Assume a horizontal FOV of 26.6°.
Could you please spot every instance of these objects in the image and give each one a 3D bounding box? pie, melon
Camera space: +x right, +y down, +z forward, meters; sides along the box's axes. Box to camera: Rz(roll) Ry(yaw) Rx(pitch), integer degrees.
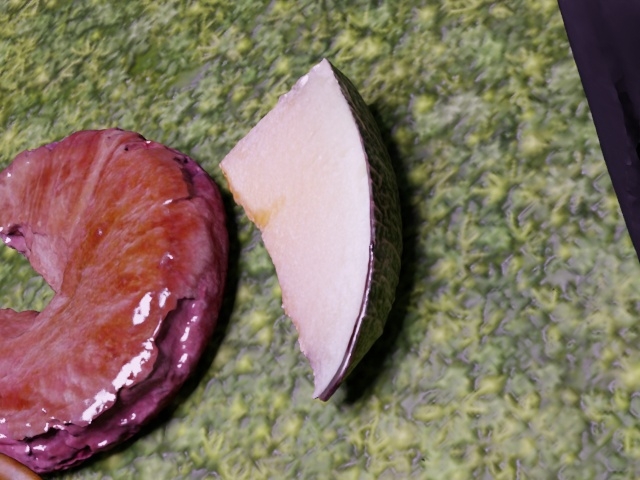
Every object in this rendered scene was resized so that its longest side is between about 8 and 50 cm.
[{"bbox_3d":[-0.147,0.030,0.792,0.204,0.054,0.218,-5,60,30],"label":"pie"},{"bbox_3d":[0.005,-0.006,0.723,0.098,0.054,0.182,-37,48,15],"label":"melon"}]

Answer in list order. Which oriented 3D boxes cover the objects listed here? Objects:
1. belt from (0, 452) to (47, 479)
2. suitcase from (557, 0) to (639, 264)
[{"bbox_3d":[-0.136,0.261,0.573,0.217,0.122,0.338,-22,57,10],"label":"belt"},{"bbox_3d":[0.246,-0.032,0.393,0.339,0.345,0.188,27,67,38],"label":"suitcase"}]
